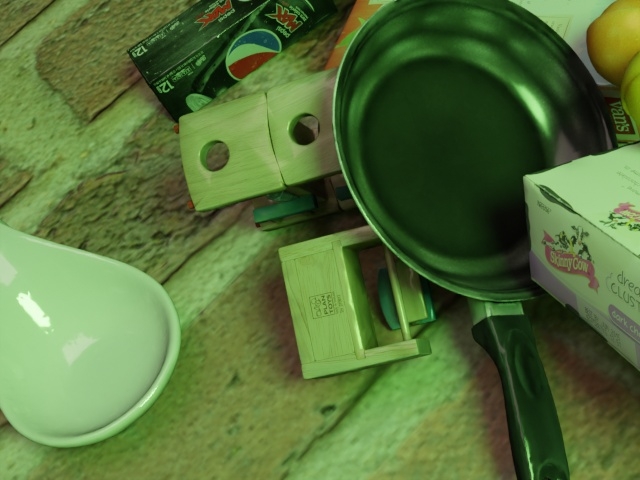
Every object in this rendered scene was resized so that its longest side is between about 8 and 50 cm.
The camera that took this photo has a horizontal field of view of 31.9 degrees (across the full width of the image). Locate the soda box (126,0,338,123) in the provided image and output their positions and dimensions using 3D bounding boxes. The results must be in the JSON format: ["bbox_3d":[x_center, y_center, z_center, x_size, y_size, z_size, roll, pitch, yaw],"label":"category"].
[{"bbox_3d":[-0.073,-0.175,0.942,0.169,0.053,0.060,-35,48,-2],"label":"soda box"}]

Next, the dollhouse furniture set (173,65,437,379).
[{"bbox_3d":[0.000,0.000,0.749,0.129,0.129,0.183,-15,80,17],"label":"dollhouse furniture set"}]

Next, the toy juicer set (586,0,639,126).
[{"bbox_3d":[0.269,-0.100,0.573,0.209,0.089,0.329,-14,27,-17],"label":"toy juicer set"}]

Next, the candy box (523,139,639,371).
[{"bbox_3d":[0.230,-0.001,0.577,0.196,0.070,0.165,-16,29,-13],"label":"candy box"}]

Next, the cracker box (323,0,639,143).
[{"bbox_3d":[0.137,-0.156,0.813,0.232,0.067,0.155,8,60,32],"label":"cracker box"}]

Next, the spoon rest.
[{"bbox_3d":[-0.205,0.048,0.814,0.137,0.084,0.276,-46,48,-12],"label":"spoon rest"}]

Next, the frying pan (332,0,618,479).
[{"bbox_3d":[0.121,0.000,0.670,0.197,0.053,0.326,-25,87,-28],"label":"frying pan"}]
